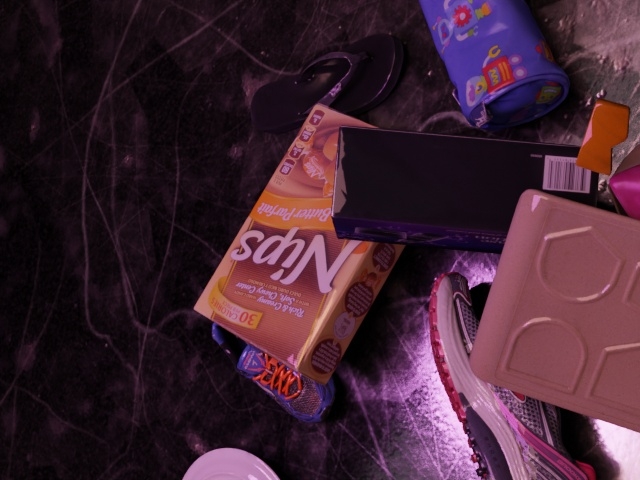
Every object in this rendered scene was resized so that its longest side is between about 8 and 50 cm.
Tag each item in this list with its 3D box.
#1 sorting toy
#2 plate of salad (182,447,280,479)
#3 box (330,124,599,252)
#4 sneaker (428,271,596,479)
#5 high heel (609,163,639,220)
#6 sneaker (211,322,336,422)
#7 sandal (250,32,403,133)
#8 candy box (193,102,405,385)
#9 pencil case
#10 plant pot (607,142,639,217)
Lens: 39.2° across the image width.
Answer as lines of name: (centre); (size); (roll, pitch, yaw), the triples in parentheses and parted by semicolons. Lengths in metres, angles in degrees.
sorting toy: (0.286, 0.032, 0.847); (0.229, 0.041, 0.307); (19, 116, 14)
plate of salad: (-0.112, 0.379, 1.218); (0.200, 0.048, 0.199); (0, 91, 30)
box: (0.148, -0.046, 0.976); (0.261, 0.184, 0.103); (5, 86, 4)
sneaker: (0.201, 0.170, 1.017); (0.112, 0.121, 0.299); (-20, 66, -1)
high heel: (0.349, 0.034, 0.882); (0.117, 0.082, 0.244); (-4, 123, 17)
sneaker: (-0.070, 0.171, 1.205); (0.221, 0.087, 0.083); (33, 101, 34)
sandal: (0.002, -0.211, 1.250); (0.254, 0.054, 0.097); (-20, 70, 30)
candy box: (0.000, 0.000, 1.145); (0.183, 0.087, 0.316); (26, 81, 33)
pencil case: (0.186, -0.271, 1.097); (0.133, 0.119, 0.306); (-37, 62, 35)
plant pot: (0.371, -0.054, 0.928); (0.109, 0.109, 0.096); (-9, 35, 34)
